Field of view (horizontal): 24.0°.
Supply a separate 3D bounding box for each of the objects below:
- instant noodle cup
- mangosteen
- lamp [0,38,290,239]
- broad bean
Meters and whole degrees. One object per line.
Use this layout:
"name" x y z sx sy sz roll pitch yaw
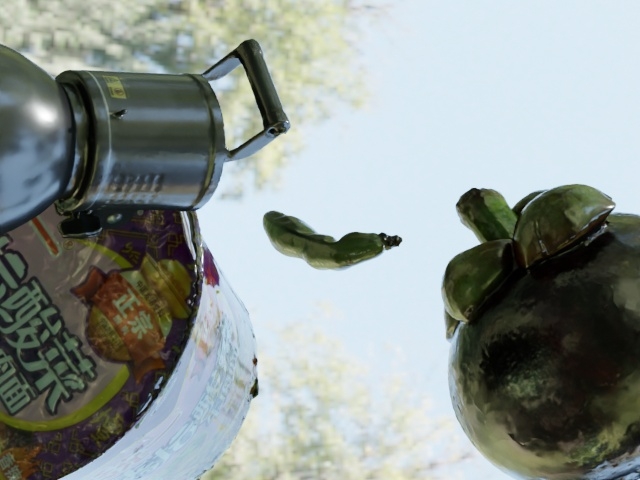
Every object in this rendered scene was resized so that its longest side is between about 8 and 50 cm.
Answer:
"instant noodle cup" -0.216 0.084 1.304 0.339 0.266 0.340 -6 -112 14
"mangosteen" 0.252 0.089 1.418 0.300 0.300 0.300 -1 -92 53
"lamp" -0.162 -0.063 1.033 0.172 0.227 0.147 -51 -131 43
"broad bean" -0.004 0.003 1.523 0.195 0.061 0.046 8 -61 47
